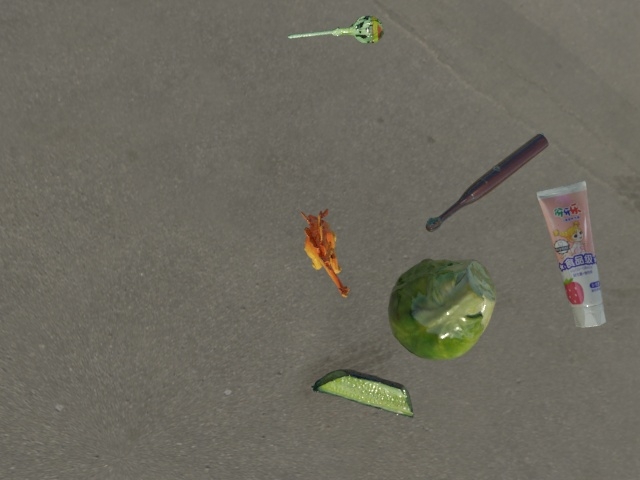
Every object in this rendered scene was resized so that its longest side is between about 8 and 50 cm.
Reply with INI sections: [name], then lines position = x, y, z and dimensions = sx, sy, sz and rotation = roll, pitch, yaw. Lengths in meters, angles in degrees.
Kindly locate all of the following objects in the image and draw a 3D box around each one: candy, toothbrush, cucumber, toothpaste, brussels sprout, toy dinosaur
[candy]
position = 0.013, -0.180, 0.501
dimensions = 0.083, 0.025, 0.023
rotation = -6, 111, 2
[toothbrush]
position = 0.361, -0.126, 1.247
dimensions = 0.364, 0.041, 0.041
rotation = -36, 85, -16
[cucumber]
position = 0.091, 0.303, 1.196
dimensions = 0.220, 0.070, 0.046
rotation = 12, 33, 10
[toothpaste]
position = 0.353, 0.020, 0.795
dimensions = 0.067, 0.043, 0.194
rotation = -13, 90, 7
[brussels sprout]
position = 0.199, 0.112, 0.948
dimensions = 0.144, 0.180, 0.161
rotation = 36, 49, -27
[toy dinosaur]
position = 0.000, 0.000, 1.091
dimensions = 0.070, 0.288, 0.117
rotation = -18, 118, -1
